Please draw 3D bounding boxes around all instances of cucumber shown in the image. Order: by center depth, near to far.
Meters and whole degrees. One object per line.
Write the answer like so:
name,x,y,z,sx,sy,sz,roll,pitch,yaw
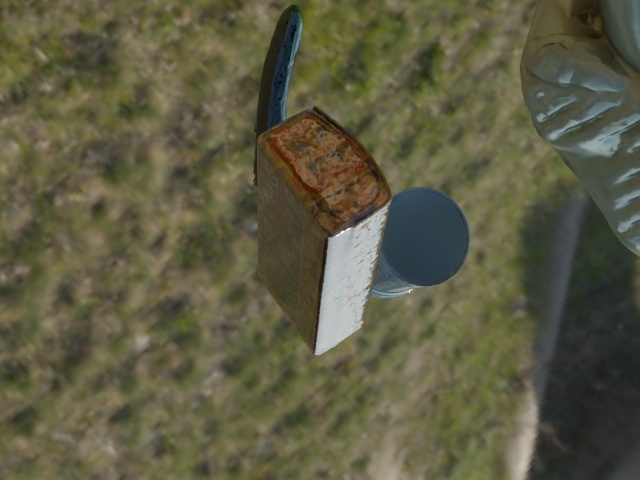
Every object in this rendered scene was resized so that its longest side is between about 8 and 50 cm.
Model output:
cucumber,-0.046,-0.144,1.372,0.033,0.036,0.184,-15,120,-53

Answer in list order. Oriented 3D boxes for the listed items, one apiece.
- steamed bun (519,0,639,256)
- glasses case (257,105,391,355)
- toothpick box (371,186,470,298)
steamed bun,0.335,-0.114,0.908,0.255,0.368,0.342,-49,-166,-33
glasses case,0.000,0.000,0.858,0.049,0.075,0.218,-31,163,-14
toothpick box,0.081,0.004,1.421,0.101,0.101,0.153,-37,-177,-16
